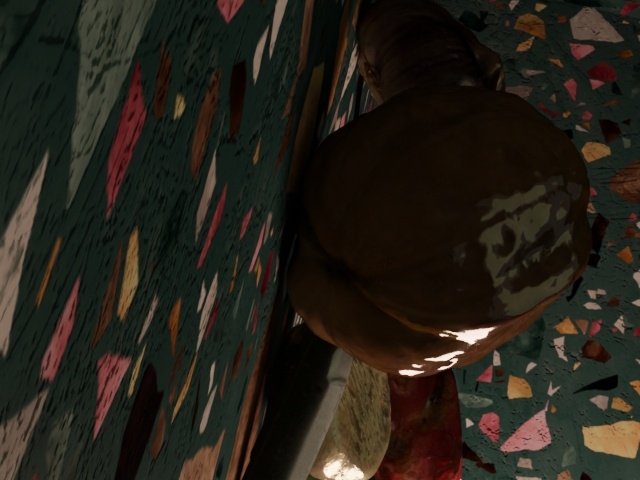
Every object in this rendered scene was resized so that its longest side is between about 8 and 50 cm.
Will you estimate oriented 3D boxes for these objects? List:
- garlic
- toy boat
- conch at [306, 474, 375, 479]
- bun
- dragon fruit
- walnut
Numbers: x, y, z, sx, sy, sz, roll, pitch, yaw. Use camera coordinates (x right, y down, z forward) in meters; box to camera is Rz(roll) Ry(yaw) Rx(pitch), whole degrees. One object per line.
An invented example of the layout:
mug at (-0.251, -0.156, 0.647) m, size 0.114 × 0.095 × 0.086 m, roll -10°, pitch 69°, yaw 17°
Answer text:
garlic at (0.141, -0.199, 1.629) m, size 0.245 × 0.160 × 0.245 m, roll 62°, pitch 4°, yaw -8°
toy boat at (-0.042, 0.218, 1.497) m, size 0.078 × 0.085 × 0.260 m, roll 12°, pitch 103°, yaw -53°
conch at (-0.010, 0.336, 1.754) m, size 0.143 × 0.137 × 0.250 m, roll -52°, pitch 171°, yaw 2°
bun at (0.008, 0.194, 1.638) m, size 0.237 × 0.116 × 0.210 m, roll -66°, pitch 141°, yaw -48°
dragon fruit at (0.072, 0.310, 2.050) m, size 0.386 × 0.249 × 0.371 m, roll -170°, pitch -97°, yaw -76°
walnut at (0.133, -0.016, 1.421) m, size 0.344 × 0.306 × 0.306 m, roll -15°, pitch 130°, yaw -36°
